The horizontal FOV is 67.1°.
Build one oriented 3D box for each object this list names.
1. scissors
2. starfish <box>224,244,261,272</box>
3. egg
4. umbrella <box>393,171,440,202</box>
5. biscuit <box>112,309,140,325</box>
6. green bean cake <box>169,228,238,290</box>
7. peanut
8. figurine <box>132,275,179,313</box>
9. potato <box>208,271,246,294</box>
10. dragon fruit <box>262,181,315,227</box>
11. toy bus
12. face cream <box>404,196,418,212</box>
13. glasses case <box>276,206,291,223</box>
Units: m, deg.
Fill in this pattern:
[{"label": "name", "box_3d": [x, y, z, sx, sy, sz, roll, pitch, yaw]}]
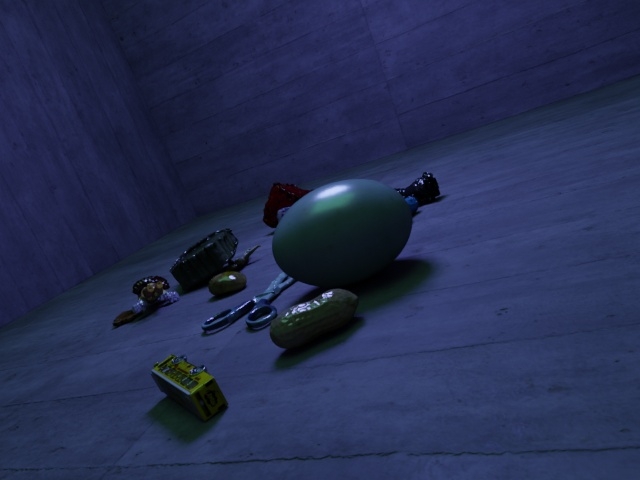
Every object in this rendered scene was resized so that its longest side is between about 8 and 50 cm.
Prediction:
[{"label": "scissors", "box_3d": [-0.156, 0.163, 1.449, 0.256, 0.029, 0.383, -10, 16, 36]}, {"label": "starfish", "box_3d": [-0.316, 0.070, 1.962, 0.176, 0.053, 0.208, -38, 12, 9]}, {"label": "egg", "box_3d": [0.056, -0.018, 1.302, 0.389, 0.276, 0.276, -18, 14, 7]}, {"label": "umbrella", "box_3d": [0.324, -0.174, 1.882, 0.272, 0.122, 0.110, -17, -30, 30]}, {"label": "biscuit", "box_3d": [-0.734, 0.289, 1.835, 0.119, 0.019, 0.130, -25, 15, -28]}, {"label": "green bean cake", "box_3d": [-0.460, 0.068, 1.961, 0.255, 0.132, 0.241, -32, 12, 9]}, {"label": "peanut", "box_3d": [-0.012, 0.173, 1.076, 0.214, 0.090, 0.098, -22, -16, -9]}, {"label": "figurine", "box_3d": [-0.637, 0.193, 1.824, 0.174, 0.116, 0.240, -16, 7, -27]}, {"label": "potato", "box_3d": [-0.324, 0.146, 1.672, 0.138, 0.070, 0.091, -19, 15, 8]}, {"label": "dragon fruit", "box_3d": [-0.074, -0.137, 2.370, 0.286, 0.228, 0.329, 25, 16, 27]}, {"label": "toy bus", "box_3d": [-0.271, 0.300, 1.001, 0.074, 0.081, 0.226, -36, 23, -32]}, {"label": "face cream", "box_3d": [0.218, -0.091, 1.675, 0.336, 0.080, 0.163, -19, 37, -39]}, {"label": "glasses case", "box_3d": [-0.086, -0.091, 2.113, 0.076, 0.125, 0.327, -32, 17, -34]}]
